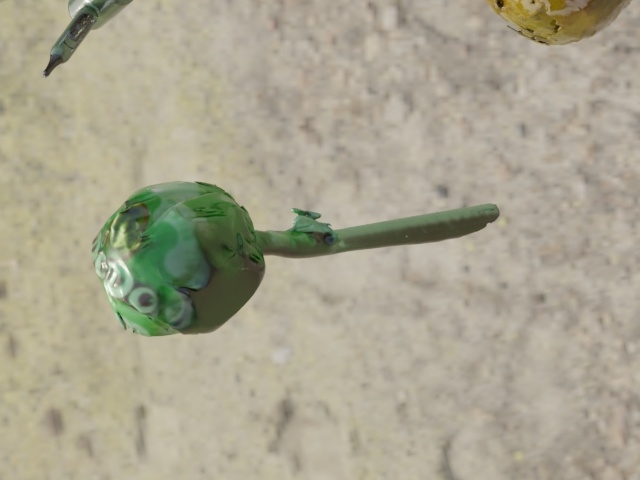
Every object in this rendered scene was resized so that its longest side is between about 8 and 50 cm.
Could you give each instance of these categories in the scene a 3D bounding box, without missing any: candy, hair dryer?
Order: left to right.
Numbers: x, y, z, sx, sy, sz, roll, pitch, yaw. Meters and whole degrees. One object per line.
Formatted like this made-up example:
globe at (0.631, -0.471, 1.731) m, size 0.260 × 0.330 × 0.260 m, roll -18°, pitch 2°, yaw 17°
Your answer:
hair dryer at (-0.238, -0.207, 1.867) m, size 0.047 × 0.150 × 0.071 m, roll 38°, pitch 141°, yaw -15°
candy at (-0.001, -0.002, 1.181) m, size 0.097 × 0.323 × 0.097 m, roll 9°, pitch 102°, yaw 47°

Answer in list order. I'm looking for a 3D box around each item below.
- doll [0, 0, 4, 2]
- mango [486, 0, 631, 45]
doll at (-0.174, -0.234, 1.140) m, size 0.275 × 0.155 × 0.113 m, roll -45°, pitch 97°, yaw 1°
mango at (0.150, -0.235, 1.080) m, size 0.151 × 0.156 × 0.249 m, roll 10°, pitch 95°, yaw 30°
